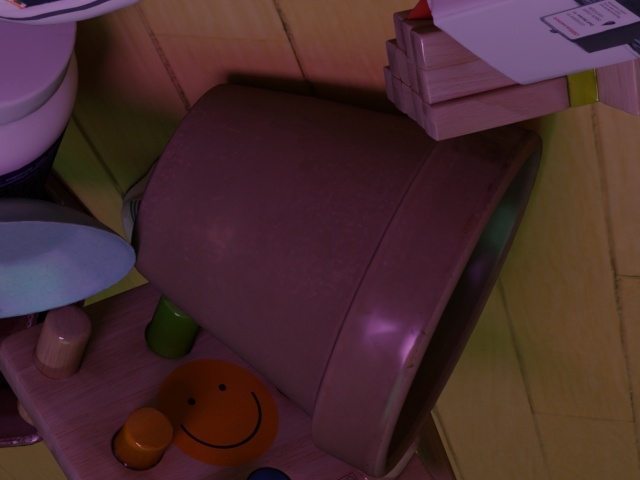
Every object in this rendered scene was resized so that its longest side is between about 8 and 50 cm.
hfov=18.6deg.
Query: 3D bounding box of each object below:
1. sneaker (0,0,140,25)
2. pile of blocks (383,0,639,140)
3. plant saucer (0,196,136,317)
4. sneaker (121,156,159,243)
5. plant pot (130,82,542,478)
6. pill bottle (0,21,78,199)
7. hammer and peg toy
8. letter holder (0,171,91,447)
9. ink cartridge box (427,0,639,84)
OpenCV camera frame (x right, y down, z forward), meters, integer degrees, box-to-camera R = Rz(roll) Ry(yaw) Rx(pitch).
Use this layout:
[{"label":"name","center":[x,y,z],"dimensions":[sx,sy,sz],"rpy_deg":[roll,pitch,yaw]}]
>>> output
[{"label":"sneaker","center":[-0.213,-0.197,1.108],"dimensions":[0.321,0.126,0.127],"rpy_deg":[-1,160,27]},{"label":"pile of blocks","center":[0.206,-0.146,1.114],"dimensions":[0.362,0.149,0.113],"rpy_deg":[-5,111,11]},{"label":"plant saucer","center":[-0.224,0.007,1.328],"dimensions":[0.195,0.037,0.195],"rpy_deg":[-9,162,-3]},{"label":"sneaker","center":[-0.130,-0.008,1.562],"dimensions":[0.057,0.075,0.161],"rpy_deg":[16,155,-14]},{"label":"plant pot","center":[0.000,0.000,1.362],"dimensions":[0.229,0.263,0.263],"rpy_deg":[26,158,9]},{"label":"pill bottle","center":[-0.247,-0.093,1.323],"dimensions":[0.153,0.153,0.265],"rpy_deg":[15,156,-11]},{"label":"hammer and peg toy","center":[-0.031,0.123,1.497],"dimensions":[0.361,0.266,0.127],"rpy_deg":[-20,153,-32]},{"label":"letter holder","center":[-0.365,0.049,1.613],"dimensions":[0.301,0.214,0.152],"rpy_deg":[2,155,19]},{"label":"ink cartridge box","center":[0.166,-0.176,0.968],"dimensions":[0.208,0.153,0.087],"rpy_deg":[-10,151,40]}]
